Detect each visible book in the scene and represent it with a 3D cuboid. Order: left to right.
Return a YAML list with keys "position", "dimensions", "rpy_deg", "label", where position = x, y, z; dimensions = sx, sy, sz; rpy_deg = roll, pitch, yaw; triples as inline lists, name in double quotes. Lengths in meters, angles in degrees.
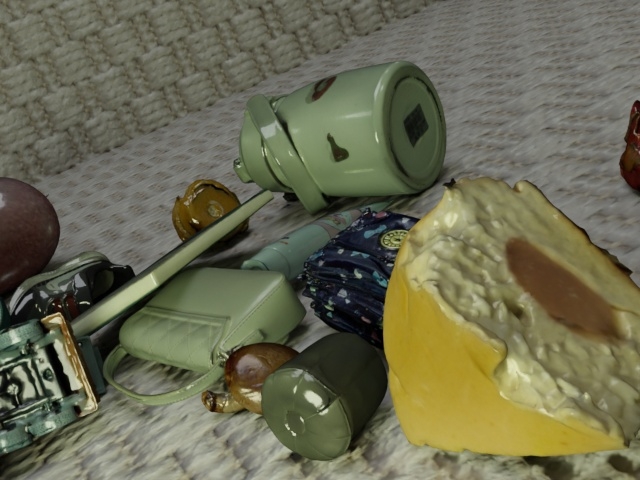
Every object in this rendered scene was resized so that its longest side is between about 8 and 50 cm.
- position: [-0.234, 0.046, 1.339]
  dimensions: [0.264, 0.031, 0.379]
  rpy_deg: [-31, 6, 27]
  label: "book"

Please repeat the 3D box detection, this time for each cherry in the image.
- position: [-0.655, 0.002, 1.825]
  dimensions: [0.261, 0.221, 0.307]
  rpy_deg: [-5, 43, 48]
  label: "cherry"

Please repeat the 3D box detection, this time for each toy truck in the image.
- position: [-0.433, 0.208, 1.104]
  dimensions: [0.338, 0.133, 0.184]
  rpy_deg: [-22, -4, -5]
  label: "toy truck"

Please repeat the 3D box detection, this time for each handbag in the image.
- position: [-0.158, 0.122, 1.128]
  dimensions: [0.219, 0.079, 0.256]
  rpy_deg: [-42, 26, -30]
  label: "handbag"
- position: [0.086, 0.046, 0.998]
  dimensions: [0.162, 0.113, 0.260]
  rpy_deg: [-37, 30, -23]
  label: "handbag"

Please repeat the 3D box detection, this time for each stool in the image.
- position: [0.007, 0.140, 0.848]
  dimensions: [0.096, 0.096, 0.110]
  rpy_deg: [-8, 19, 38]
  label: "stool"

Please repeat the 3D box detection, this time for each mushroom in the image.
- position: [-0.073, 0.147, 0.954]
  dimensions: [0.130, 0.073, 0.088]
  rpy_deg: [-18, 44, 15]
  label: "mushroom"

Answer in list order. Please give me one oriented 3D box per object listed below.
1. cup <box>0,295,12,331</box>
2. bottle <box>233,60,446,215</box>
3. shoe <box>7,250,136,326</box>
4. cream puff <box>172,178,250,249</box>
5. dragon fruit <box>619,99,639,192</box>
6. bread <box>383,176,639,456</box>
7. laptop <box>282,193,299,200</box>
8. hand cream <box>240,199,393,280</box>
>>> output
- position: [-0.590, 0.158, 1.337]
  dimensions: [0.258, 0.219, 0.289]
  rpy_deg: [9, 65, 57]
  label: "cup"
- position: [0.003, -0.162, 1.505]
  dimensions: [0.352, 0.229, 0.229]
  rpy_deg: [-3, 26, 35]
  label: "bottle"
- position: [-0.389, 0.089, 1.462]
  dimensions: [0.112, 0.099, 0.227]
  rpy_deg: [-1, 26, 32]
  label: "shoe"
- position: [-0.190, -0.041, 1.577]
  dimensions: [0.133, 0.119, 0.104]
  rpy_deg: [-2, -17, -39]
  label: "cream puff"
- position: [0.456, -0.157, 1.091]
  dimensions: [0.218, 0.148, 0.224]
  rpy_deg: [-17, 19, 11]
  label: "dragon fruit"
- position: [0.164, 0.047, 0.739]
  dimensions: [0.184, 0.211, 0.224]
  rpy_deg: [-25, 11, -31]
  label: "bread"
- position: [0.045, -0.129, 1.695]
  dimensions: [0.154, 0.026, 0.207]
  rpy_deg: [-2, 27, 42]
  label: "laptop"
- position: [0.000, 0.000, 1.327]
  dimensions: [0.085, 0.058, 0.331]
  rpy_deg: [-16, 7, 35]
  label: "hand cream"
